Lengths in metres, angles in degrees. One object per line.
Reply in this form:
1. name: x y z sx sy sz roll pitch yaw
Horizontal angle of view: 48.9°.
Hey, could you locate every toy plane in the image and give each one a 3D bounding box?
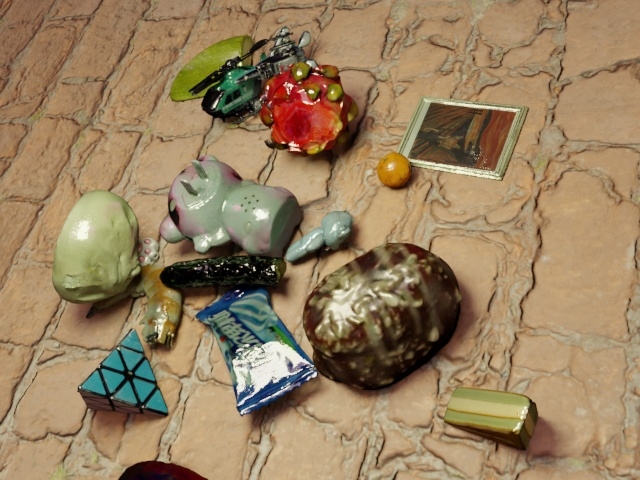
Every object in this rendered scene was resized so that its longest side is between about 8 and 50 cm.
1. toy plane: -0.199 -0.433 1.899 0.381 0.155 0.106 -38 42 -28
2. toy plane: -0.117 -0.458 1.848 0.246 0.169 0.078 -33 33 -32

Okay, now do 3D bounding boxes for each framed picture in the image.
1. framed picture: 0.326 -0.251 1.662 0.273 0.016 0.216 12 64 27

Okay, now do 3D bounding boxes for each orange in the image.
1. orange: 0.170 -0.162 1.628 0.083 0.083 0.084 -10 56 15

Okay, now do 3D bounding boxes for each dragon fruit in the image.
1. dragon fruit: -0.047 -0.331 1.726 0.307 0.243 0.228 26 110 28

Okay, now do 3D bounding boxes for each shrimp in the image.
1. shrimp: -0.428 0.137 1.679 0.287 0.068 0.185 15 64 30

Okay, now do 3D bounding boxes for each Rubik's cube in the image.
1. Rubik's cube: -0.418 0.348 1.547 0.178 0.190 0.211 33 38 2

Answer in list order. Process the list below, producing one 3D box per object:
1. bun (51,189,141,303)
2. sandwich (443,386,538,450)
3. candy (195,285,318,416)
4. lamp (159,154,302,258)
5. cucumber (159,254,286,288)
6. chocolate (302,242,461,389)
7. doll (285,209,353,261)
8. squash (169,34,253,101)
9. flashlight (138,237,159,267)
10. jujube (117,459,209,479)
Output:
1. bun: -0.500 0.024 1.645 0.179 0.283 0.283 16 62 -5
2. sandwich: 0.296 0.302 1.263 0.163 0.113 0.079 15 66 29
3. candy: -0.147 0.217 1.511 0.187 0.077 0.331 -31 48 -3
4. lamp: -0.220 -0.080 1.633 0.301 0.247 0.247 18 69 21
5. cucumber: -0.223 0.071 1.592 0.303 0.072 0.081 0 36 20
6. chocolate: 0.110 0.134 1.384 0.340 0.210 0.225 -33 51 -1
7. doll: 0.004 0.003 1.599 0.179 0.075 0.120 -40 20 19
8. squash: -0.326 -0.506 2.029 0.252 0.093 0.169 -7 59 17
9. flashlight: -0.490 0.006 1.797 0.200 0.047 0.093 31 78 33
10. jujube: -0.266 0.578 1.242 0.258 0.258 0.377 -21 60 8
